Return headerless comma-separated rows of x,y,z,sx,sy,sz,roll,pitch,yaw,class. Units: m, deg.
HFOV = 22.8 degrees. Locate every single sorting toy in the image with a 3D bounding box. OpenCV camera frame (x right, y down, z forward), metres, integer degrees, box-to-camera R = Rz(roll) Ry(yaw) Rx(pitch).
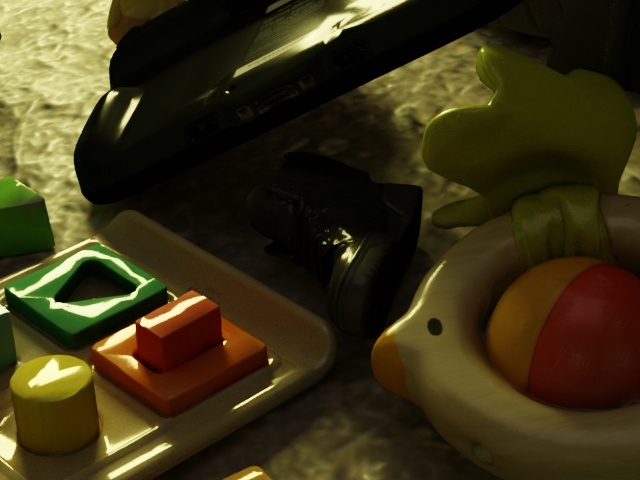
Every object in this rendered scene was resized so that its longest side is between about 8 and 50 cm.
-0.117,0.052,0.756,0.196,0.047,0.347,-31,42,-32,sorting toy

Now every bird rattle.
0.141,0.037,0.714,0.253,0.143,0.207,33,60,26,bird rattle

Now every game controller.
-0.003,-0.118,0.872,0.319,0.067,0.166,-24,36,30,game controller

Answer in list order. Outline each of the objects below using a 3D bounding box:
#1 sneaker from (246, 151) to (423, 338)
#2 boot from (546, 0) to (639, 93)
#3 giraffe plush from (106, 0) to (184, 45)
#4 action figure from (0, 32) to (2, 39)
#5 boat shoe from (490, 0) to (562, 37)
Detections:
0.000,-0.002,0.806,0.089,0.051,0.170,10,24,11,sneaker
0.355,-0.196,0.707,0.445,0.367,0.146,14,28,14,boot
-0.074,-0.225,1.074,0.181,0.210,0.170,-8,5,3,giraffe plush
-0.272,-0.140,0.984,0.164,0.141,0.276,-19,36,2,action figure
0.186,-0.192,1.015,0.130,0.132,0.355,-20,44,-40,boat shoe
